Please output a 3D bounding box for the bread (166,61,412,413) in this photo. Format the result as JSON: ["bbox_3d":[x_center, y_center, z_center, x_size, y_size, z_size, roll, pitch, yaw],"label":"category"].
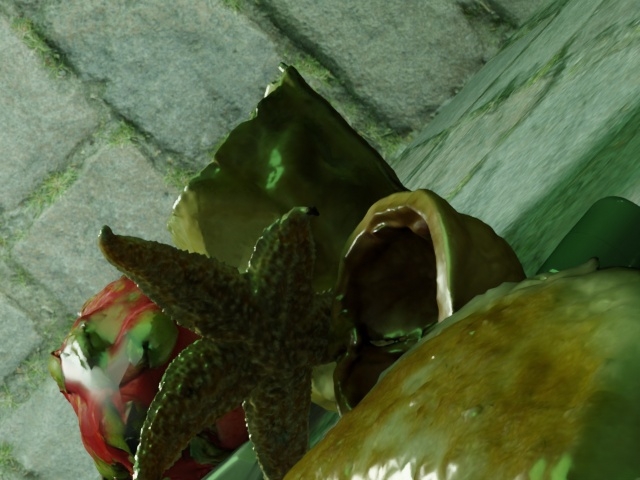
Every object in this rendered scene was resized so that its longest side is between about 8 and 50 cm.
[{"bbox_3d":[0.000,0.000,0.981,0.238,0.252,0.196,-53,5,-35],"label":"bread"}]

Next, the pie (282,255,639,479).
[{"bbox_3d":[0.031,0.130,0.414,0.339,0.077,0.339,-41,11,9],"label":"pie"}]

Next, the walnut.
[{"bbox_3d":[0.074,0.055,0.690,0.211,0.087,0.167,158,117,-72],"label":"walnut"}]

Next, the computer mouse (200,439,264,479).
[{"bbox_3d":[-0.097,0.238,1.019,0.182,0.056,0.089,-41,2,-7],"label":"computer mouse"}]

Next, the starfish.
[{"bbox_3d":[-0.030,0.089,0.792,0.048,0.295,0.231,17,94,58],"label":"starfish"}]

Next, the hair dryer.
[{"bbox_3d":[0.148,0.033,0.705,0.071,0.047,0.150,-46,-7,-25],"label":"hair dryer"}]

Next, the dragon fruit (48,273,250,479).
[{"bbox_3d":[-0.150,0.138,1.181,0.231,0.237,0.303,-37,26,-25],"label":"dragon fruit"}]
